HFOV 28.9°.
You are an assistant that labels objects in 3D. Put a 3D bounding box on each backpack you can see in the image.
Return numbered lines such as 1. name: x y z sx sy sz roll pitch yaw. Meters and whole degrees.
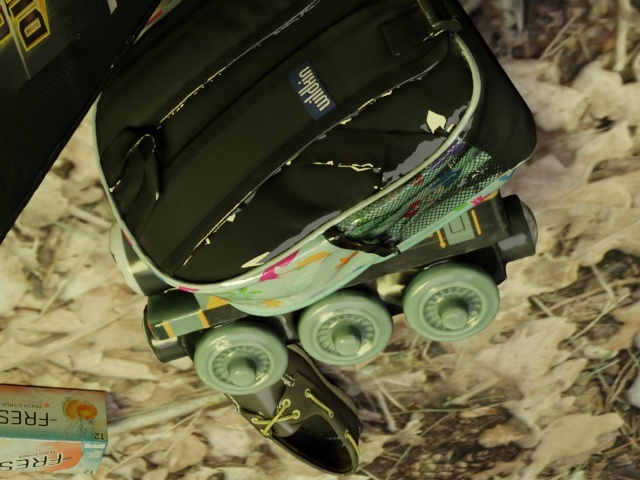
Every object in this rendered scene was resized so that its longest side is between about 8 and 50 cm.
1. backpack: -0.013 -0.077 0.805 0.254 0.225 0.191 -35 155 13

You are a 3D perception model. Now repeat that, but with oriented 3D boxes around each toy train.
1. toy train: 0.000 0.000 0.986 0.334 0.142 0.190 -16 127 9

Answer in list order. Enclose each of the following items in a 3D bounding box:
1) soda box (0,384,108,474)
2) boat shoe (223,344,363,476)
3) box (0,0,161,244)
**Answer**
1. soda box: -0.295 0.177 1.170 0.183 0.063 0.058 6 136 -19
2. boat shoe: -0.030 0.160 1.204 0.081 0.068 0.228 -30 136 21
3. box: -0.191 -0.176 0.634 0.079 0.257 0.322 11 142 16
